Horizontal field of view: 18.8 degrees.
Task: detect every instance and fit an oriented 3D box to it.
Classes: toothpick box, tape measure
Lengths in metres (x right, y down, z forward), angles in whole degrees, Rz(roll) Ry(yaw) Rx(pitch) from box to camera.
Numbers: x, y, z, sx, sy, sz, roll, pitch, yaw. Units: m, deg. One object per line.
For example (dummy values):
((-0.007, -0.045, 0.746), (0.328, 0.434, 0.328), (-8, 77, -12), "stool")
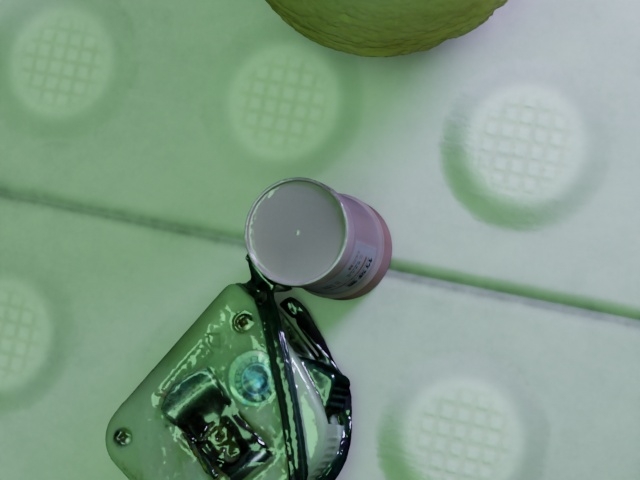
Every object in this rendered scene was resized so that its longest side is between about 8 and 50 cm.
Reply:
((0.000, 0.000, 1.752), (0.098, 0.149, 0.098), (-2, 82, 17), "toothpick box")
((-0.064, 0.162, 1.772), (0.207, 0.115, 0.235), (44, 97, 20), "tape measure")

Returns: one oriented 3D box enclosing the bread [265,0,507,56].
((0.054, -0.328, 1.740), (0.320, 0.237, 0.321), (0, 83, 2), "bread")
